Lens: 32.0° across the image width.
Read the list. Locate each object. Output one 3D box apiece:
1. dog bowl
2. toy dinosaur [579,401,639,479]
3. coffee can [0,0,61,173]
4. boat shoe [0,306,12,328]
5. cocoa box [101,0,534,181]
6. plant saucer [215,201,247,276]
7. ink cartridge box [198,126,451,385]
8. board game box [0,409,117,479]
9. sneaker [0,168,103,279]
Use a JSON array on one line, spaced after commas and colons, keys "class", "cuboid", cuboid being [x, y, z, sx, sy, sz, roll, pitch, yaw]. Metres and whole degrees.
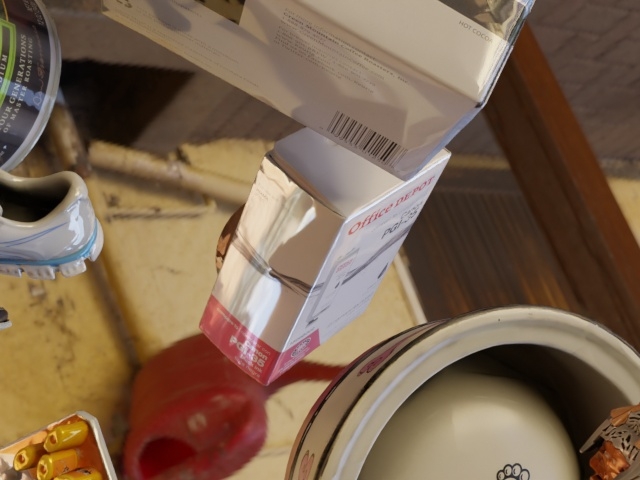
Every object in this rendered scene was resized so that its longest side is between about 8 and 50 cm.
[{"class": "dog bowl", "cuboid": [0.144, 0.255, 1.059, 0.408, 0.407, 0.150, -12, -172, -22]}, {"class": "toy dinosaur", "cuboid": [0.203, 0.259, 0.796, 0.218, 0.164, 0.322, 10, 130, -27]}, {"class": "coffee can", "cuboid": [-0.390, -0.171, 0.947, 0.202, 0.201, 0.275, -31, 155, 24]}, {"class": "boat shoe", "cuboid": [-0.469, 0.086, 1.412, 0.084, 0.079, 0.233, -11, 171, 18]}, {"class": "cocoa box", "cuboid": [0.007, -0.255, 0.992, 0.228, 0.347, 0.231, -62, -177, -17]}, {"class": "plant saucer", "cuboid": [-0.054, 0.025, 1.636, 0.199, 0.198, 0.036, -14, -160, -18]}, {"class": "ink cartridge box", "cuboid": [0.000, 0.000, 1.256, 0.207, 0.117, 0.283, -32, 157, -43]}, {"class": "board game box", "cuboid": [-0.315, 0.412, 1.076, 0.390, 0.389, 0.050, -27, 167, 25]}, {"class": "sneaker", "cuboid": [-0.233, -0.014, 0.692, 0.191, 0.071, 0.083, -11, 149, -16]}]
